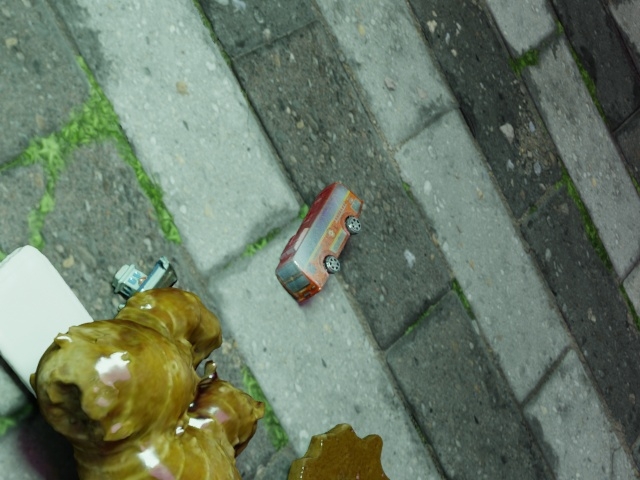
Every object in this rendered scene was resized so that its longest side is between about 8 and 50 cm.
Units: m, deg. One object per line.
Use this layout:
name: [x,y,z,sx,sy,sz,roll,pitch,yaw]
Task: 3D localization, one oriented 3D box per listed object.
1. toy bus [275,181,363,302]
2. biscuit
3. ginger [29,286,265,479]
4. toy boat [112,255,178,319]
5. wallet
toy bus: [0.000,0.000,1.625,0.077,0.065,0.192,41,48,-14]
biscuit: [0.032,0.347,1.544,0.182,0.034,0.215,56,41,-16]
ginger: [-0.180,0.219,1.269,0.358,0.152,0.274,70,24,-17]
toy boat: [-0.227,0.065,1.366,0.066,0.059,0.140,34,49,1]
wallet: [-0.317,0.104,1.270,0.183,0.032,0.124,56,43,-17]
